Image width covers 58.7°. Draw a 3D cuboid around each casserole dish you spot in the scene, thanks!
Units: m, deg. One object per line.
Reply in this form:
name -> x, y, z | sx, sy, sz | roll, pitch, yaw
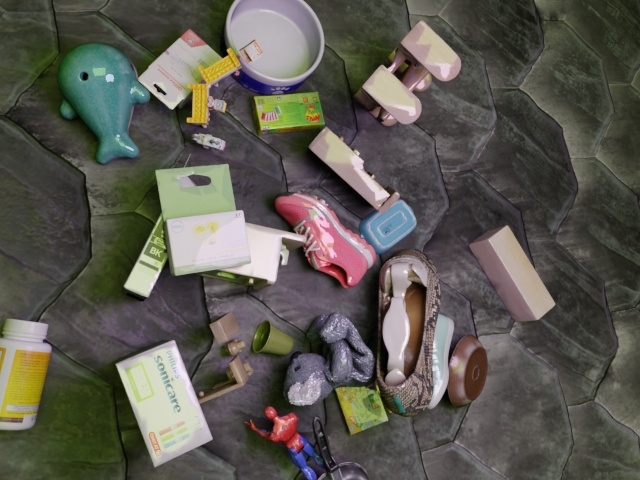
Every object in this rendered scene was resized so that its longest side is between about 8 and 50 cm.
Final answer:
casserole dish -> 0.193, -0.043, 1.580 | 0.188, 0.037, 0.114 | -35, 93, -21

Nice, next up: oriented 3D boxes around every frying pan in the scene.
frying pan -> 0.056, 0.570, 1.362 | 0.197, 0.053, 0.326 | 2, 99, -34

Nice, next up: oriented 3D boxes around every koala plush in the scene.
koala plush -> 0.004, 0.313, 1.358 | 0.221, 0.196, 0.203 | -38, 90, -17

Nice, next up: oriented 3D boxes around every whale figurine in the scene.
whale figurine -> -0.504, -0.316, 1.309 | 0.216, 0.141, 0.272 | -10, 96, 1

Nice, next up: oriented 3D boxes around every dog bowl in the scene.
dog bowl -> -0.130, -0.526, 1.512 | 0.264, 0.104, 0.265 | 4, 79, -20

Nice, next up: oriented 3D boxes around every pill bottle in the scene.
pill bottle -> -0.632, 0.274, 1.178 | 0.117, 0.117, 0.215 | 12, 77, -18

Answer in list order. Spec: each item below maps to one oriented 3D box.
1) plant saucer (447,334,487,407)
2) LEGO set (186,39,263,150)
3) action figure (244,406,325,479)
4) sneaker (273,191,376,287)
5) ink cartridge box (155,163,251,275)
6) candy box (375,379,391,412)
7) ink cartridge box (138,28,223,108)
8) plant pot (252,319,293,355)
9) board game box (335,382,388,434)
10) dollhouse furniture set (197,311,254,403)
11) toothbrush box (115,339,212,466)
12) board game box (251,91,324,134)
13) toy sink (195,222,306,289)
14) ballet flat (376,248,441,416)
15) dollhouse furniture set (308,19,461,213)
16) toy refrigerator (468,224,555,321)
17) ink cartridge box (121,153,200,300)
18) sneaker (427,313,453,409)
plant saucer -> 0.404, 0.354, 1.532 | 0.198, 0.036, 0.199 | -6, 98, -49
LEGO set -> -0.246, -0.369, 1.408 | 0.132, 0.107, 0.287 | 24, 92, 0
action figure -> -0.073, 0.485, 1.369 | 0.091, 0.139, 0.280 | -43, 119, -23
sneaker -> 0.001, 0.000, 1.445 | 0.313, 0.116, 0.136 | 38, 57, -10
ink cartridge box -> -0.254, -0.050, 1.236 | 0.171, 0.056, 0.235 | -8, 88, -24
candy box -> 0.233, 0.359, 1.526 | 0.205, 0.027, 0.105 | -32, 88, -22
ink cartridge box -> -0.354, -0.418, 1.431 | 0.115, 0.067, 0.198 | 41, 68, -8
plant pot -> -0.112, 0.248, 1.400 | 0.079, 0.083, 0.083 | 26, 72, -27
board game box -> 0.098, 0.403, 1.456 | 0.103, 0.026, 0.154 | -19, 87, -8
dollhouse furniture set -> -0.246, 0.269, 1.321 | 0.123, 0.144, 0.151 | -25, 91, 7
toothbrush box -> -0.335, 0.324, 1.188 | 0.122, 0.283, 0.206 | -21, 89, -22
board game box -> -0.087, -0.341, 1.527 | 0.181, 0.043, 0.092 | -10, 85, -21
toy sink -> -0.170, 0.042, 1.371 | 0.234, 0.153, 0.131 | 12, 76, -19
ballet flat -> 0.205, 0.172, 1.379 | 0.182, 0.163, 0.483 | 61, 29, -45
dollhouse furniture set -> 0.193, -0.304, 1.468 | 0.256, 0.362, 0.394 | 42, 97, -7
toy refrigerator -> 0.557, 0.096, 1.652 | 0.094, 0.102, 0.270 | -32, 92, -22
ink cartridge box -> -0.354, -0.025, 1.308 | 0.065, 0.165, 0.333 | 26, 74, -15
sneaker -> 0.254, 0.299, 1.481 | 0.151, 0.094, 0.256 | 23, 60, -15
